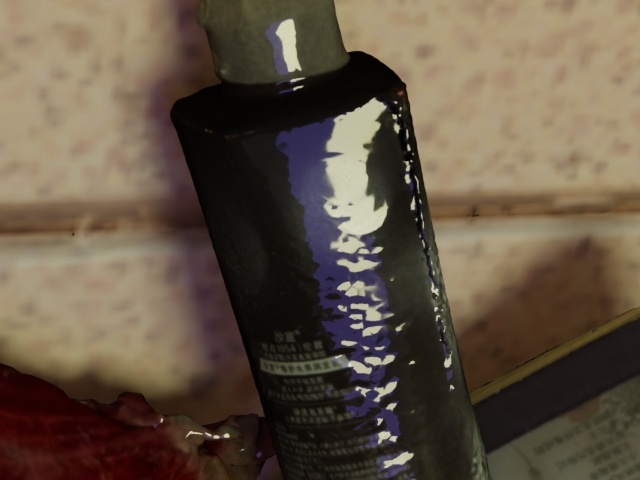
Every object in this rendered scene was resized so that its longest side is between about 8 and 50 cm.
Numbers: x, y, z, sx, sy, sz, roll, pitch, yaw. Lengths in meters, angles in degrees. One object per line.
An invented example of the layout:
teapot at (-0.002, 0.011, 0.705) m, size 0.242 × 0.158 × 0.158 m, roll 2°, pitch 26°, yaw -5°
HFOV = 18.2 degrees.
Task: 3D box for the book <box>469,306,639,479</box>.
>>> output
book at (0.103, 0.142, 0.595) m, size 0.157 × 0.026 × 0.231 m, roll -30°, pitch 97°, yaw 17°

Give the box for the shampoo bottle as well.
shampoo bottle at (0.001, -0.001, 0.517) m, size 0.057 × 0.063 × 0.207 m, roll -18°, pitch 110°, yaw -5°

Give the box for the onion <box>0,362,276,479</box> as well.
onion at (-0.128, 0.121, 0.510) m, size 0.284 × 0.120 × 0.227 m, roll -22°, pitch 129°, yaw -11°
